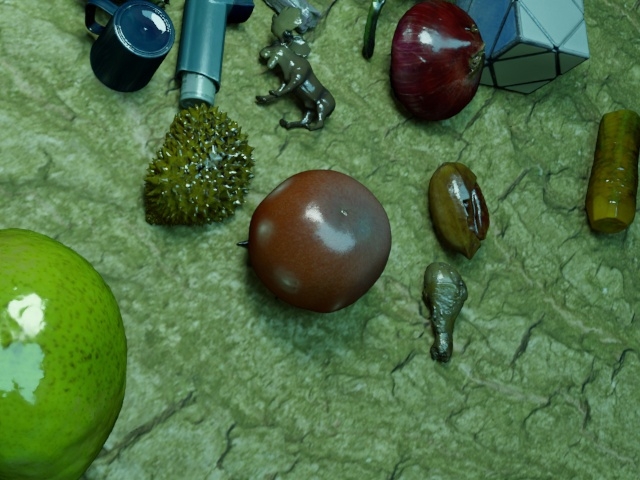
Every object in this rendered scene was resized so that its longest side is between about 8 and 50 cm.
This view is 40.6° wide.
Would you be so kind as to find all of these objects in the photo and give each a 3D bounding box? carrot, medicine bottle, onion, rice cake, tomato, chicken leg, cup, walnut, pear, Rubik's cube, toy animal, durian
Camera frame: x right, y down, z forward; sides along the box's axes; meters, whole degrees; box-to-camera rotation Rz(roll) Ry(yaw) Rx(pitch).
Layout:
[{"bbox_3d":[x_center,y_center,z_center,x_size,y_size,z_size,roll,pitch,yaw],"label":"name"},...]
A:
[{"bbox_3d":[0.681,-0.159,2.008,0.114,0.114,0.301,27,60,-20],"label":"carrot"},{"bbox_3d":[-0.199,-0.360,1.592,0.124,0.079,0.258,15,69,-25],"label":"medicine bottle"},{"bbox_3d":[0.244,-0.368,1.776,0.248,0.161,0.248,-8,111,-20],"label":"onion"},{"bbox_3d":[-0.110,-0.513,1.702,0.270,0.055,0.049,40,56,-11],"label":"rice cake"},{"bbox_3d":[0.000,0.000,1.521,0.256,0.224,0.255,10,63,-21],"label":"tomato"},{"bbox_3d":[0.245,0.141,1.702,0.085,0.069,0.197,7,79,-26],"label":"chicken leg"},{"bbox_3d":[-0.335,-0.336,1.474,0.150,0.138,0.113,13,69,-26],"label":"cup"},{"bbox_3d":[0.282,-0.061,1.756,0.116,0.116,0.207,-5,78,-30],"label":"walnut"},{"bbox_3d":[-0.434,0.160,1.160,0.391,0.391,0.390,9,72,-27],"label":"pear"},{"bbox_3d":[0.439,-0.466,1.905,0.207,0.205,0.205,7,72,-26],"label":"Rubik's cube"},{"bbox_3d":[-0.049,-0.323,1.669,0.214,0.094,0.186,46,63,-18],"label":"toy animal"},{"bbox_3d":[-0.193,-0.134,1.504,0.183,0.138,0.249,27,58,-11],"label":"durian"}]

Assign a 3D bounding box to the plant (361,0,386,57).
[{"bbox_3d":[0.212,-0.555,1.783,0.333,0.180,0.251,-60,151,-36],"label":"plant"}]

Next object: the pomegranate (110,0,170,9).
[{"bbox_3d":[-0.336,-0.459,1.512,0.169,0.148,0.148,32,62,-16],"label":"pomegranate"}]
